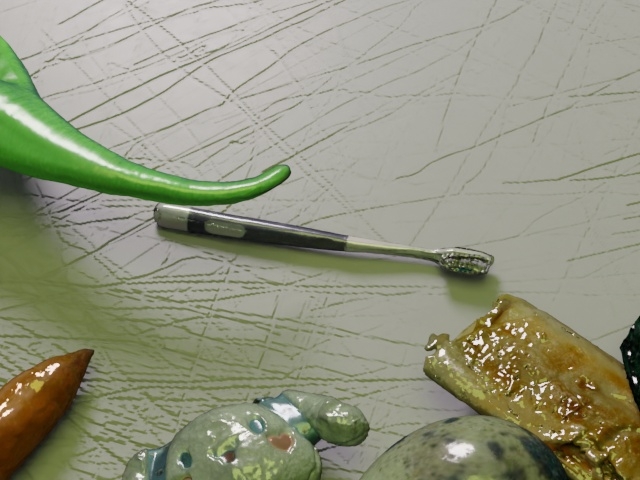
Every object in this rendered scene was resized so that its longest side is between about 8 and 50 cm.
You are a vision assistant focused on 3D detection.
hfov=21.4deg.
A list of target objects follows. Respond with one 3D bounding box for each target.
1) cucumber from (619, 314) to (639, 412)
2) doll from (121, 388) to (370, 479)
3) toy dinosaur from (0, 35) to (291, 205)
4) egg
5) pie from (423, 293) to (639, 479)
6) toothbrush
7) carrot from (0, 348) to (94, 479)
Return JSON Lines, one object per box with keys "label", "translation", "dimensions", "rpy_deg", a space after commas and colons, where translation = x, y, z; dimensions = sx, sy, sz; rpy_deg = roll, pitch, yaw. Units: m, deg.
{"label": "cucumber", "translation": [0.267, 0.097, 1.278], "dimensions": [0.070, 0.046, 0.220], "rpy_deg": [5, 35, -7]}
{"label": "doll", "translation": [-0.065, 0.174, 1.281], "dimensions": [0.214, 0.071, 0.103], "rpy_deg": [-26, 50, -3]}
{"label": "toy dinosaur", "translation": [-0.275, -0.156, 1.470], "dimensions": [0.500, 0.144, 0.374], "rpy_deg": [1, 48, -1]}
{"label": "egg", "translation": [0.094, 0.203, 1.218], "dimensions": [0.181, 0.141, 0.141], "rpy_deg": [-26, 60, 13]}
{"label": "pie", "translation": [0.209, 0.140, 1.289], "dimensions": [0.282, 0.068, 0.128], "rpy_deg": [36, 52, 19]}
{"label": "toothbrush", "translation": [0.000, 0.000, 1.403], "dimensions": [0.288, 0.026, 0.024], "rpy_deg": [9, 102, 8]}
{"label": "carrot", "translation": [-0.246, 0.151, 1.302], "dimensions": [0.072, 0.072, 0.205], "rpy_deg": [37, 65, 20]}
